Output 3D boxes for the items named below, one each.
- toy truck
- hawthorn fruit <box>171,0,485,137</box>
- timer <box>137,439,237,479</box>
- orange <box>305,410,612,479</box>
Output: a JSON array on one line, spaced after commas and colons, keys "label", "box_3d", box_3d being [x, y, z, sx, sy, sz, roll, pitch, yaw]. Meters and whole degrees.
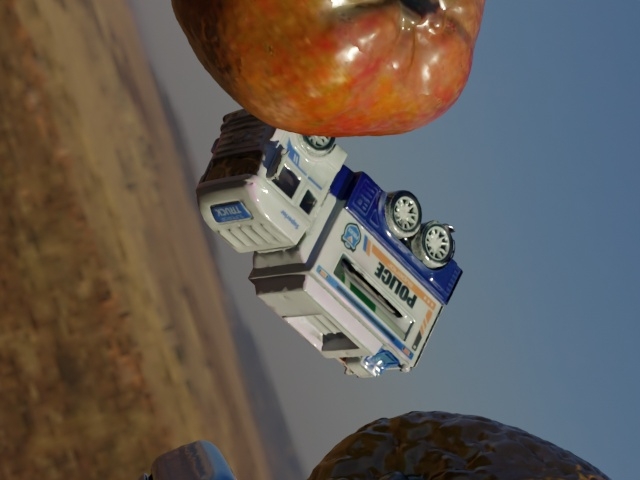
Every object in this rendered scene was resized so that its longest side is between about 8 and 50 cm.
[{"label": "toy truck", "box_3d": [0.000, 0.000, 1.616, 0.124, 0.155, 0.268, -9, -43, 48]}, {"label": "hawthorn fruit", "box_3d": [-0.010, -0.169, 1.154, 0.262, 0.210, 0.210, 3, -67, 59]}, {"label": "timer", "box_3d": [-0.087, 0.362, 1.658, 0.340, 0.115, 0.309, -154, -137, -79]}, {"label": "orange", "box_3d": [0.098, 0.278, 1.067, 0.322, 0.322, 0.357, -114, 180, -64]}]
